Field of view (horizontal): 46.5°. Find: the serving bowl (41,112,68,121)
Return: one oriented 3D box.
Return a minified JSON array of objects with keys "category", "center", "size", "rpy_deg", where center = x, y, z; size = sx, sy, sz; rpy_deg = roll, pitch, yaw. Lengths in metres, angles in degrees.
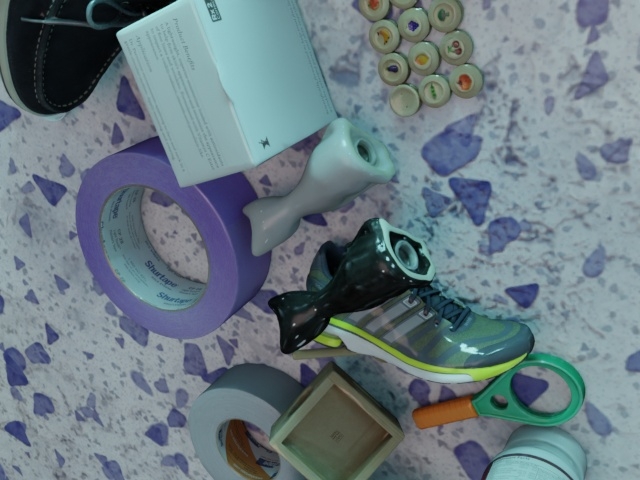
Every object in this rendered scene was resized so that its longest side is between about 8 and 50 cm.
[{"category":"serving bowl","center":[-0.387,-0.215,1.076],"size":[0.083,0.027,0.083],"rpy_deg":[13,119,25]}]

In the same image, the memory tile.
[{"category":"memory tile","center":[0.106,-0.213,0.800],"size":[0.113,0.012,0.148],"rpy_deg":[-10,108,34]}]

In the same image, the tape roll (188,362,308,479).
[{"category":"tape roll","center":[-0.092,0.298,1.127],"size":[0.219,0.072,0.219],"rpy_deg":[13,118,25]}]

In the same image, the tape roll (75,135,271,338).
[{"category":"tape roll","center":[-0.207,-0.003,1.037],"size":[0.274,0.090,0.275],"rpy_deg":[12,118,24]}]

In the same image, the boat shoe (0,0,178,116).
[{"category":"boat shoe","center":[-0.222,-0.311,0.841],"size":[0.156,0.186,0.500],"rpy_deg":[48,122,9]}]

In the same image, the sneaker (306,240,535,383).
[{"category":"sneaker","center":[0.104,0.081,0.889],"size":[0.299,0.111,0.121],"rpy_deg":[11,114,23]}]

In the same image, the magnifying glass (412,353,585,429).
[{"category":"magnifying glass","center":[0.216,0.201,0.930],"size":[0.230,0.026,0.092],"rpy_deg":[-24,100,37]}]

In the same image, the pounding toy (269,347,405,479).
[{"category":"pounding toy","center":[0.026,0.206,0.994],"size":[0.181,0.094,0.206],"rpy_deg":[42,90,-2]}]

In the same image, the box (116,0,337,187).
[{"category":"box","center":[-0.096,-0.179,0.829],"size":[0.119,0.182,0.181],"rpy_deg":[-10,107,35]}]

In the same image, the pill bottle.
[{"category":"pill bottle","center":[0.233,0.315,0.851],"size":[0.121,0.221,0.121],"rpy_deg":[13,119,24]}]

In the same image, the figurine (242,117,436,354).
[{"category":"figurine","center":[0.000,0.000,0.865],"size":[0.209,0.092,0.215],"rpy_deg":[-34,62,32]}]
